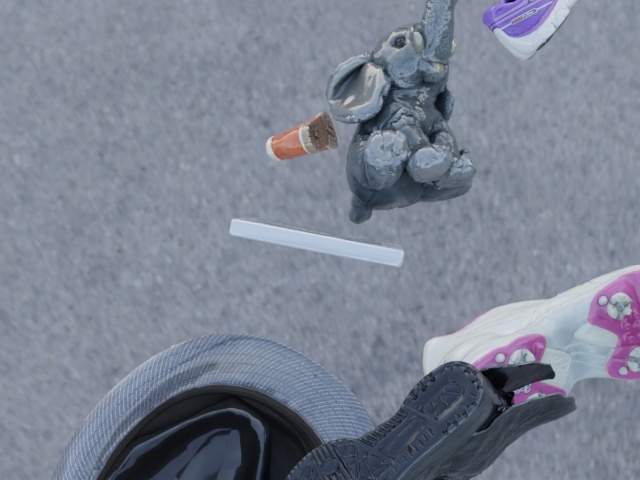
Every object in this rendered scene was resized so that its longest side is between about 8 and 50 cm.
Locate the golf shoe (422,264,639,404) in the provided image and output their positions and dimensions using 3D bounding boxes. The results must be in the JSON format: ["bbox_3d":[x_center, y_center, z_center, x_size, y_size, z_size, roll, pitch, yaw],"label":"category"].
[{"bbox_3d":[0.237,0.085,1.264,0.306,0.115,0.140,-19,21,-17],"label":"golf shoe"}]

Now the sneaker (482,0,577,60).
[{"bbox_3d":[0.199,-0.237,1.138,0.071,0.068,0.170,39,63,-7],"label":"sneaker"}]

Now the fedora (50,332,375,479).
[{"bbox_3d":[-0.092,0.206,1.000,0.243,0.124,0.275,30,80,-14],"label":"fedora"}]

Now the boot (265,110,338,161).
[{"bbox_3d":[-0.026,-0.153,1.952,0.084,0.158,0.059,-18,93,22],"label":"boot"}]

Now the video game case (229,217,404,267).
[{"bbox_3d":[0.000,0.000,1.474,0.190,0.173,0.022,10,92,3],"label":"video game case"}]

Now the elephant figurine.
[{"bbox_3d":[0.096,-0.166,1.495,0.186,0.169,0.239,-10,73,9],"label":"elephant figurine"}]

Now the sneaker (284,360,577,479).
[{"bbox_3d":[0.062,0.122,0.751,0.170,0.089,0.051,-38,57,8],"label":"sneaker"}]
